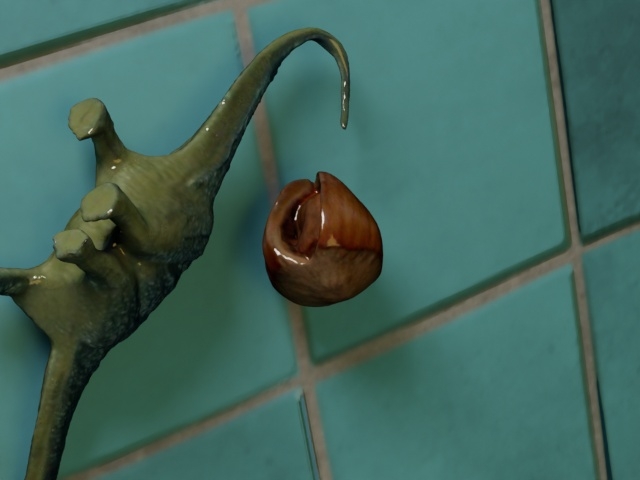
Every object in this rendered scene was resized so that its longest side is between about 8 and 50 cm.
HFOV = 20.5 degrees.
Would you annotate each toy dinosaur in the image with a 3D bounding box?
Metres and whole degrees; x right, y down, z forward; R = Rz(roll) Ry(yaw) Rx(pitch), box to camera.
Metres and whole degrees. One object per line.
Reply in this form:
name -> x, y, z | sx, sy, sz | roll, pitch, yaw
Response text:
toy dinosaur -> -0.113, 0.001, 1.017 | 0.363, 0.076, 0.147 | -57, 145, -11

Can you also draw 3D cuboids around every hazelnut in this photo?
hazelnut -> 0.000, 0.000, 1.095 | 0.086, 0.086, 0.086 | -8, 104, -35
